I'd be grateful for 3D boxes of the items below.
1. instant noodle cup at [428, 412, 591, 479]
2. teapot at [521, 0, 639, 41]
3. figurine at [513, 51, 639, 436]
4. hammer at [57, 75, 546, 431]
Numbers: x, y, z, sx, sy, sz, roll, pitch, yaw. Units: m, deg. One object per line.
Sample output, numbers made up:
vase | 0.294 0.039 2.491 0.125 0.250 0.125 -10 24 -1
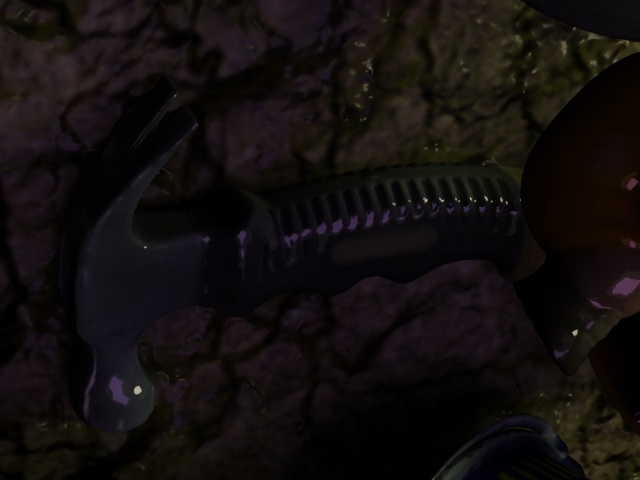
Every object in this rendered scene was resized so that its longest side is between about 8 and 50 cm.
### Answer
instant noodle cup | 0.177 0.266 0.766 0.284 0.312 0.284 -37 138 -42
teapot | 0.140 -0.153 0.610 0.193 0.129 0.294 -1 164 24
figurine | 0.184 0.001 0.729 0.192 0.167 0.257 -45 139 10
hammer | 0.000 0.000 0.736 0.227 0.041 0.158 -6 127 -19
